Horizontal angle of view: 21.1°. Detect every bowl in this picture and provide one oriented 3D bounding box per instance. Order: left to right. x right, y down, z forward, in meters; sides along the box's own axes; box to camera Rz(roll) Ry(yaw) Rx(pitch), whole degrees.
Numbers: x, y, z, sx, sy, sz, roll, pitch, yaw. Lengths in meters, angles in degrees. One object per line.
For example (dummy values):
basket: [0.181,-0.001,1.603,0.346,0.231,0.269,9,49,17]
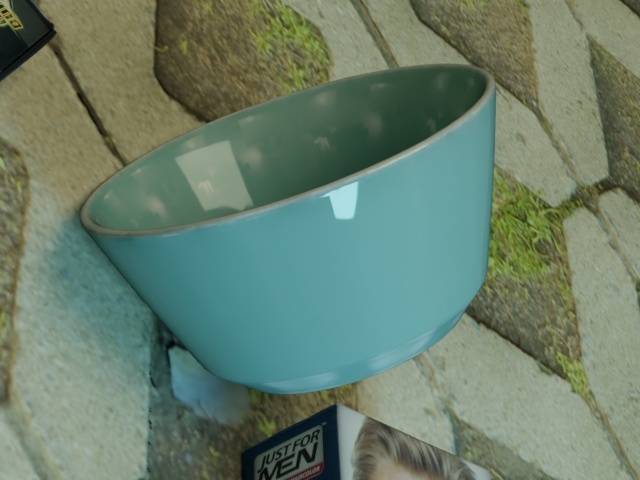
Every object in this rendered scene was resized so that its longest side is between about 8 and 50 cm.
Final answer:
bowl: [0.000,0.000,1.251,0.311,0.312,0.163,-45,120,-55]

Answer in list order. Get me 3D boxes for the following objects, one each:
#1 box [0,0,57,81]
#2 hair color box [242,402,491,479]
box: [-0.305,-0.185,1.188,0.220,0.051,0.175,52,35,-11]
hair color box: [0.045,0.306,1.205,0.174,0.105,0.347,28,45,-37]
